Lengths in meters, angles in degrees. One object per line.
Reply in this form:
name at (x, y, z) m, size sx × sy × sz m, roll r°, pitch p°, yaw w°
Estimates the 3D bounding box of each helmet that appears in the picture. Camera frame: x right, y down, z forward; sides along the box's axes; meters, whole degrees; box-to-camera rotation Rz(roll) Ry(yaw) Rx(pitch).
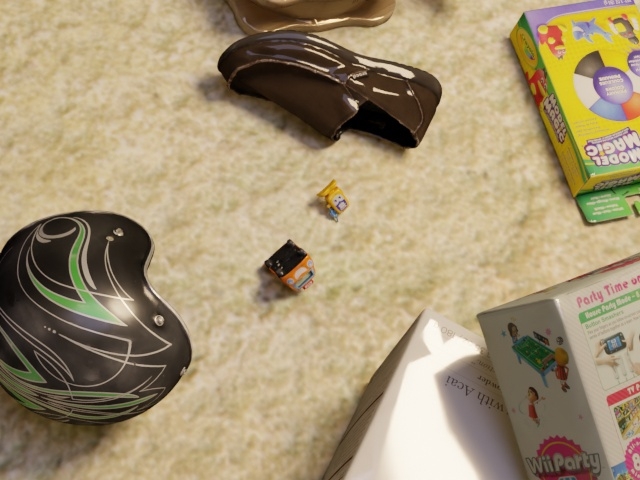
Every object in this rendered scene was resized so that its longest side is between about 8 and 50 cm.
helmet at (-0.195, 0.073, 1.382) m, size 0.169 × 0.169 × 0.161 m, roll -2°, pitch 50°, yaw -16°

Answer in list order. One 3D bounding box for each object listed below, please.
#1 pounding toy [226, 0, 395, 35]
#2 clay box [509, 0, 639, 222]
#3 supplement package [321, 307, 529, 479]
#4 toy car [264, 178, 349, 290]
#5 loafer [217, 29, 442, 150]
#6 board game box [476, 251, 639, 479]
pounding toy at (0.028, -0.305, 1.623) m, size 0.270 × 0.155 × 0.154 m, roll -9°, pitch 72°, yaw -18°
clay box at (0.288, -0.133, 1.666) m, size 0.127 × 0.053 × 0.222 m, roll -12°, pitch 68°, yaw -19°
supplement package at (0.082, 0.240, 1.364) m, size 0.178 × 0.175 × 0.293 m, roll 28°, pitch 62°, yaw -2°
toy car at (0.000, 0.000, 1.529) m, size 0.122 × 0.060 × 0.040 m, roll -49°, pitch 116°, yaw -22°
loafer at (0.010, -0.138, 1.581) m, size 0.220 × 0.080 × 0.078 m, roll 10°, pitch 62°, yaw -10°
board game box at (0.275, 0.165, 1.322) m, size 0.224 × 0.097 × 0.303 m, roll -17°, pitch 90°, yaw -37°
